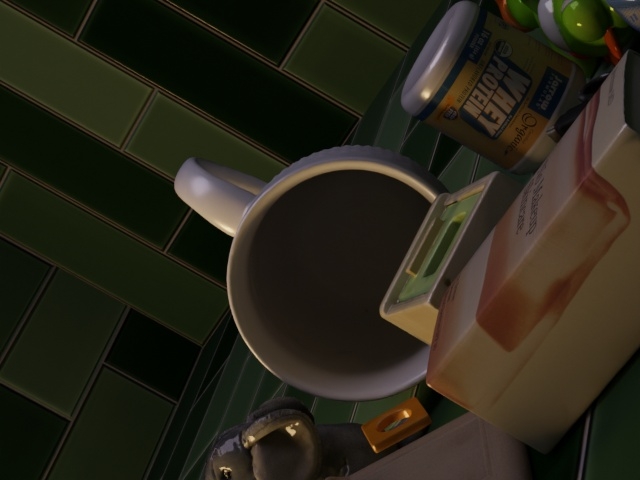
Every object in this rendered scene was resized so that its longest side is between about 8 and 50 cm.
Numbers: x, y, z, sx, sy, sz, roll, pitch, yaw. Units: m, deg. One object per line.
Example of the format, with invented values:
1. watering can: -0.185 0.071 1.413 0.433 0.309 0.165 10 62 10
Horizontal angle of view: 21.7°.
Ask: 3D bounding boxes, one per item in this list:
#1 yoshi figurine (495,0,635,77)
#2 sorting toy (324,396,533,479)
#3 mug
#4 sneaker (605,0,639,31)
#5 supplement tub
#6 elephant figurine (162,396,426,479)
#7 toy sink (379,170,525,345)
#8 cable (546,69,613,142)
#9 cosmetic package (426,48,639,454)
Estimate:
1. yoshi figurine: 0.284 -0.316 1.907 0.203 0.203 0.362 -60 7 8
2. sorting toy: 0.097 0.226 1.492 0.196 0.047 0.348 -25 15 9
3. mug: 0.000 0.000 1.979 0.328 0.374 0.276 -67 3 -81
4. sneaker: 0.374 -0.315 1.537 0.330 0.147 0.130 -55 9 34
5. supplement tub: 0.206 -0.162 1.867 0.144 0.199 0.144 -59 7 12
6. elephant figurine: -0.043 0.244 1.824 0.169 0.239 0.186 -52 11 50
7. toy sink: 0.156 0.037 1.700 0.153 0.131 0.234 -61 7 -11
8. cable: 0.319 -0.128 1.652 0.139 0.072 0.287 -50 15 -26
9. cosmetic package: 0.220 0.012 1.377 0.296 0.129 0.153 -56 7 30
